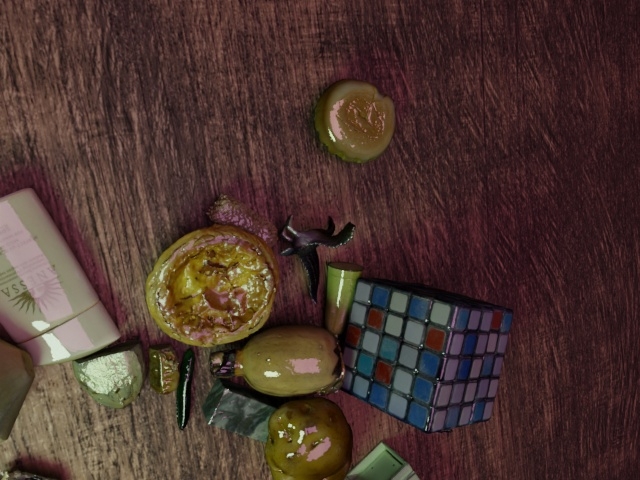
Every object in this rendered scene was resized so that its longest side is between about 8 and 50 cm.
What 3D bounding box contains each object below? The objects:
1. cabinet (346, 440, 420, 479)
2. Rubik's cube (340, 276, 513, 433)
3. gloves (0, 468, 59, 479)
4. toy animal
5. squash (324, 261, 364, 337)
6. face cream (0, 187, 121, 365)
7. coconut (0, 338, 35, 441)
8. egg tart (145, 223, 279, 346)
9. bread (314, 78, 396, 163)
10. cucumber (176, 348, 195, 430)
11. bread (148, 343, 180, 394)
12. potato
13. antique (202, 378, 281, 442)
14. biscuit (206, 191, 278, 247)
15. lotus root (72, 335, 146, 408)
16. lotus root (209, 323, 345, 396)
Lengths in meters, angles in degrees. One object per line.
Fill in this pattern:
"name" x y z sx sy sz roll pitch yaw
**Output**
"cabinet" 0.200 0.691 1.286 0.145 0.150 0.206 -38 108 -16
"Rubik's cube" 0.251 0.261 1.154 0.292 0.287 0.292 9 92 -44
"gloves" -0.589 0.524 0.962 0.153 0.070 0.114 42 70 -28
"toy animal" -0.013 -0.010 1.127 0.160 0.272 0.197 21 47 -20
"squash" 0.042 0.166 1.206 0.094 0.094 0.224 10 96 -25
"face cream" -0.555 0.087 0.927 0.174 0.081 0.348 -29 106 -19
"coconut" -0.637 0.266 0.825 0.259 0.259 0.259 -2 96 -24
"egg tart" -0.234 0.097 1.050 0.290 0.115 0.290 -6 107 -20
"bread" 0.082 -0.288 1.163 0.214 0.105 0.213 -4 99 -26
"cucumber" -0.311 0.340 1.089 0.036 0.033 0.184 7 92 1
"bread" -0.345 0.287 1.053 0.066 0.060 0.110 -2 95 -9
"potato" -0.015 0.507 1.125 0.369 0.177 0.195 77 32 -43
"antique" -0.174 0.404 1.126 0.183 0.086 0.088 30 83 -24
"biscuit" -0.175 -0.039 1.094 0.168 0.070 0.082 40 86 -26
"lotus root" -0.432 0.288 1.007 0.143 0.070 0.144 -23 104 -20
"lotus root" -0.097 0.279 1.098 0.310 0.183 0.182 -1 96 -8
